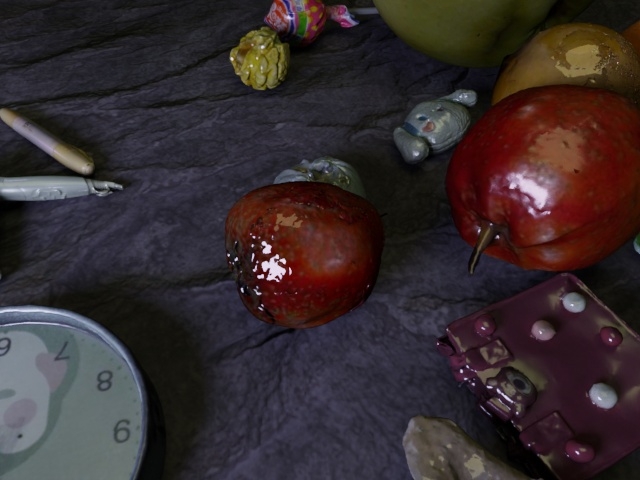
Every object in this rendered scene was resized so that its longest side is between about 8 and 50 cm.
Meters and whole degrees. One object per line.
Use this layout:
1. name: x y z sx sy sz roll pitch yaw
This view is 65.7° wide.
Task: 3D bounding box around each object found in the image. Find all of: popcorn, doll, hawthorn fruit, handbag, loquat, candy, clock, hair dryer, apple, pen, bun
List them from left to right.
1. clock: -0.309 0.202 0.453 0.319 0.066 0.318 3 48 -4
2. hair dryer: -0.387 -0.041 0.681 0.237 0.075 0.206 -14 57 -28
3. pen: -0.437 -0.162 0.794 0.233 0.032 0.040 32 29 22
4. popcorn: -0.114 -0.349 0.948 0.116 0.106 0.120 13 47 -7
5. bun: -0.003 -0.072 0.722 0.141 0.083 0.140 1 50 -2
6. hawthorn fruit: 0.000 0.000 0.597 0.235 0.181 0.181 -26 55 -27
7. candy: 0.039 -0.521 1.139 0.365 0.124 0.124 -23 53 -38
8. doll: 0.202 -0.202 0.872 0.104 0.071 0.214 27 58 33
9. apple: 0.329 -0.580 0.989 0.474 0.473 0.473 3 48 -3
10. hawthorn fruit: 0.283 -0.054 0.650 0.254 0.254 0.300 32 68 22
11. handbag: 0.267 0.147 0.557 0.216 0.074 0.203 -18 51 -20
12. loquat: 0.400 -0.235 0.814 0.235 0.235 0.235 3 48 -3

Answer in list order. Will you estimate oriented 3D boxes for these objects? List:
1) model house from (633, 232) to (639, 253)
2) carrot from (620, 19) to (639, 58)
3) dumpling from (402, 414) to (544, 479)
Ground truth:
1. model house: 0.591 -0.021 0.575 0.340 0.323 0.300 -31 57 -29
2. carrot: 0.599 -0.269 0.828 0.100 0.258 0.307 20 4 -24
3. dumpling: 0.200 0.291 0.409 0.332 0.086 0.166 25 49 16
